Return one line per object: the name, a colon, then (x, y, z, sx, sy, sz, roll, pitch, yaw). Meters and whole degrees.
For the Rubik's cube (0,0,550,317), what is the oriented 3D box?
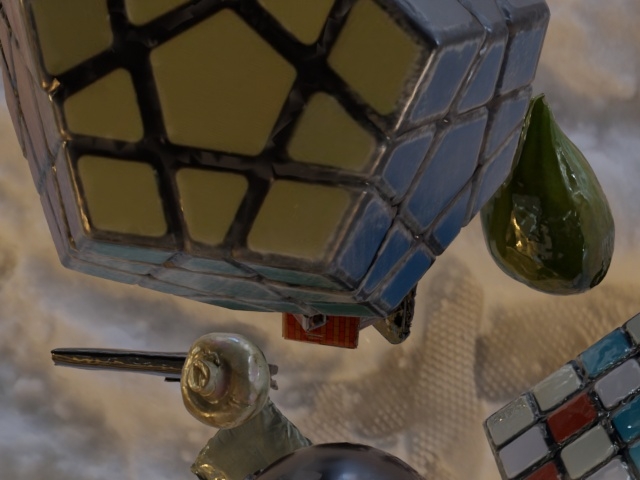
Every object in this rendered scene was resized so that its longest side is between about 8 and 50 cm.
Rubik's cube: (-0.034, -0.102, 0.648, 0.264, 0.319, 0.319, 34, 79, 24)

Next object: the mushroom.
mushroom: (-0.084, 0.119, 0.980, 0.084, 0.067, 0.083, -9, 74, 35)

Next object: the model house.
model house: (0.001, 0.001, 1.366, 0.154, 0.293, 0.207, -25, 49, -26)

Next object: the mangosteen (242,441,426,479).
mangosteen: (0.014, 0.238, 0.777, 0.210, 0.210, 0.209, -8, 62, 15)

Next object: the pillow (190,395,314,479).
pillow: (-0.038, 0.298, 1.343, 0.128, 0.051, 0.229, -42, 91, 4)

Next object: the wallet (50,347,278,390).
wallet: (-0.266, 0.217, 1.990, 0.378, 0.197, 0.051, 2, 78, 20)

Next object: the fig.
fig: (0.257, -0.042, 1.376, 0.167, 0.233, 0.167, -34, 17, 12)

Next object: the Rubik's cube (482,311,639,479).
Rubik's cube: (0.351, 0.255, 1.147, 0.253, 0.259, 0.256, -37, 20, 12)
